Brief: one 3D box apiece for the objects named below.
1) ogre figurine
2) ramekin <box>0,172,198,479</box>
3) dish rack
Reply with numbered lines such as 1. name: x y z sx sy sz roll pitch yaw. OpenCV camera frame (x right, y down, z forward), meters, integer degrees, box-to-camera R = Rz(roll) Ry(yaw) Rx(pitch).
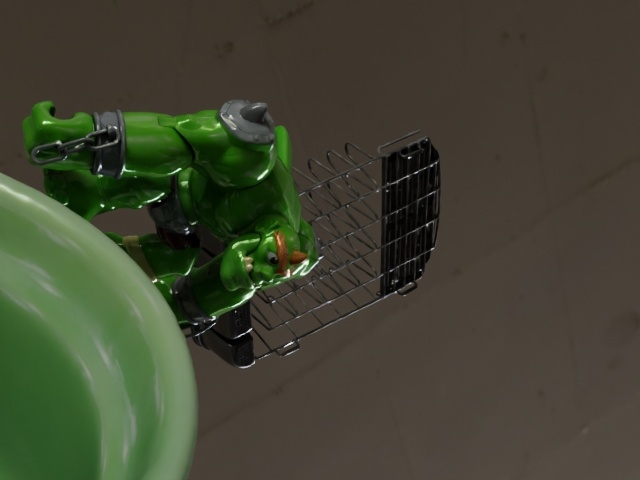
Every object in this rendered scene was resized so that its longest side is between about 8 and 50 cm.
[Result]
1. ogre figurine: -0.068 -0.014 0.597 0.118 0.097 0.197 -16 -54 4
2. ramekin: -0.207 0.090 0.411 0.303 0.303 0.148 0 -57 -31
3. dish rack: 0.000 0.000 1.110 0.271 0.074 0.208 -24 -44 -26
